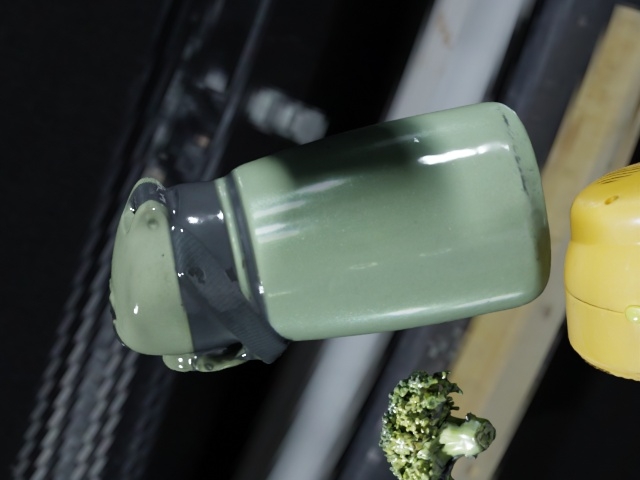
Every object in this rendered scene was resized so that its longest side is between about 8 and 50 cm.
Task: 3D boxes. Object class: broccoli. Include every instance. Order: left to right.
[{"bbox_3d":[0.093,0.161,1.580,0.095,0.092,0.097,46,-130,-50],"label":"broccoli"}]

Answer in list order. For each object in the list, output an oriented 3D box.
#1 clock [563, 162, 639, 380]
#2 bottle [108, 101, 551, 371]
[{"bbox_3d":[0.337,0.012,1.492,0.244,0.317,0.200,-21,-73,-55],"label":"clock"},{"bbox_3d":[0.000,0.002,1.562,0.347,0.168,0.168,-12,-59,-4],"label":"bottle"}]
